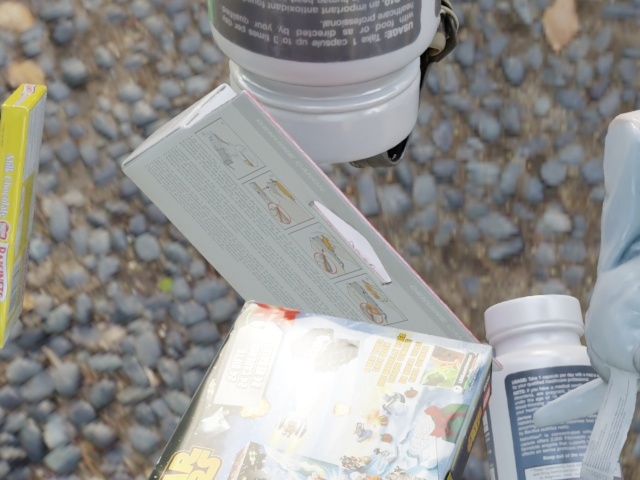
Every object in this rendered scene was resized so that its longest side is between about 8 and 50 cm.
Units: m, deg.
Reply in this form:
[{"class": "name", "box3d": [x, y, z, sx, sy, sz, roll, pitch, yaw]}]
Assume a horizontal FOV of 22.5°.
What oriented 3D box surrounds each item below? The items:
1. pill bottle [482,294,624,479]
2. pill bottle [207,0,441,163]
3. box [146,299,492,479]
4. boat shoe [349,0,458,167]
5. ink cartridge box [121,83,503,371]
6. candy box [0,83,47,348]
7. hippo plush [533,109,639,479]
[{"class": "pill bottle", "box3d": [0.188, 0.141, 1.328, 0.108, 0.108, 0.180, -7, 74, 3]}, {"class": "pill bottle", "box3d": [0.002, -0.259, 1.363, 0.204, 0.361, 0.204, -1, 36, 0]}, {"class": "box", "box3d": [-0.005, 0.081, 0.531, 0.094, 0.027, 0.137, 11, 43, 17]}, {"class": "boat shoe", "box3d": [0.097, -0.247, 1.826, 0.130, 0.132, 0.355, 23, 105, 31]}, {"class": "ink cartridge box", "box3d": [0.000, 0.000, 1.309, 0.296, 0.261, 0.066, 47, 62, -11]}, {"class": "candy box", "box3d": [-0.258, -0.022, 1.345, 0.027, 0.105, 0.206, 7, 104, -6]}, {"class": "hippo plush", "box3d": [0.326, 0.046, 1.137, 0.237, 0.234, 0.294, 7, 103, -15]}]
